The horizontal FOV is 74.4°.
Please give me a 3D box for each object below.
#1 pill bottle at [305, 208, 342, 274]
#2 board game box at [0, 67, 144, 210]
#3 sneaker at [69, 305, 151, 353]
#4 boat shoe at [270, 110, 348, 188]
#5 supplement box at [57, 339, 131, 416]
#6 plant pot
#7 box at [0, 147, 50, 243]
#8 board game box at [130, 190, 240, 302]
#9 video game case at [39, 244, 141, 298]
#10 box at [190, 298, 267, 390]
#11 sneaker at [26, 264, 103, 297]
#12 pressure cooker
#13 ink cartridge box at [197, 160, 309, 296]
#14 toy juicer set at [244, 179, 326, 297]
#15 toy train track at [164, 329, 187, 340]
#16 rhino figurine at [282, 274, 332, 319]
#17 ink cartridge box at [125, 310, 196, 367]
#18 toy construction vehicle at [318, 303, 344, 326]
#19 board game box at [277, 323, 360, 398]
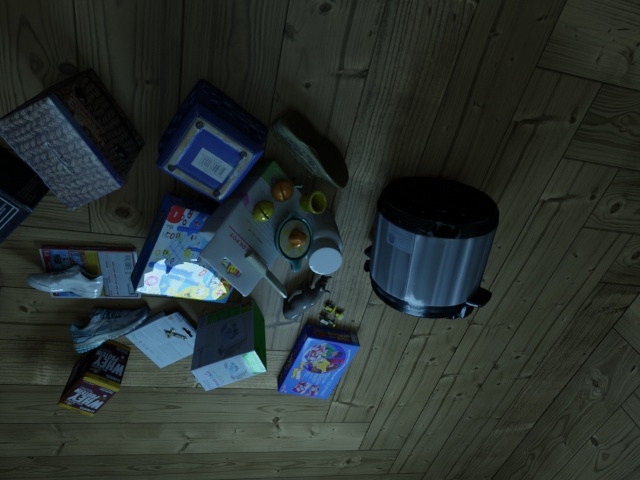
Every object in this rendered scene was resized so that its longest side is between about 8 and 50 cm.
[{"bbox_3d":[0.000,0.000,1.345,0.131,0.229,0.131,-5,124,-7],"label":"pill bottle"},{"bbox_3d":[-0.588,-0.257,1.033,0.141,0.291,0.232,-23,125,6],"label":"board game box"},{"bbox_3d":[-0.744,0.288,1.481,0.283,0.110,0.122,-25,98,-8],"label":"sneaker"},{"bbox_3d":[-0.024,-0.261,1.259,0.089,0.104,0.285,-13,130,46],"label":"boat shoe"},{"bbox_3d":[-0.826,0.497,1.552,0.129,0.194,0.191,36,111,-29],"label":"supplement box"},{"bbox_3d":[-0.292,-0.251,1.138,0.236,0.212,0.236,32,112,-27],"label":"plant pot"},{"bbox_3d":[-0.961,-0.121,1.122,0.296,0.182,0.294,-38,123,13],"label":"box"},{"bbox_3d":[-0.381,0.036,1.311,0.302,0.086,0.308,15,112,-39],"label":"board game box"},{"bbox_3d":[-0.758,0.109,1.408,0.286,0.025,0.203,2,123,-12],"label":"video game case"},{"bbox_3d":[-0.323,0.372,1.518,0.231,0.261,0.126,-18,124,3],"label":"box"},{"bbox_3d":[-0.813,0.118,1.353,0.213,0.080,0.094,14,108,-26],"label":"sneaker"},{"bbox_3d":[0.337,0.044,1.353,0.376,0.369,0.419,-1,120,-5],"label":"pressure cooker"},{"bbox_3d":[-0.204,-0.036,1.232,0.207,0.119,0.353,50,61,-31],"label":"ink cartridge box"},{"bbox_3d":[-0.103,-0.018,1.182,0.209,0.090,0.328,29,74,-40],"label":"toy juicer set"},{"bbox_3d":[-0.537,0.358,1.564,0.083,0.014,0.048,25,115,-26],"label":"toy train track"},{"bbox_3d":[-0.048,0.206,1.549,0.243,0.106,0.073,-37,122,15],"label":"rhino figurine"},{"bbox_3d":[-0.575,0.368,1.600,0.224,0.045,0.223,-24,125,5],"label":"ink cartridge box"},{"bbox_3d":[0.038,0.297,1.674,0.098,0.035,0.085,28,104,-28],"label":"toy construction vehicle"},{"bbox_3d":[-0.015,0.519,1.781,0.234,0.078,0.346,16,119,-19],"label":"board game box"}]
